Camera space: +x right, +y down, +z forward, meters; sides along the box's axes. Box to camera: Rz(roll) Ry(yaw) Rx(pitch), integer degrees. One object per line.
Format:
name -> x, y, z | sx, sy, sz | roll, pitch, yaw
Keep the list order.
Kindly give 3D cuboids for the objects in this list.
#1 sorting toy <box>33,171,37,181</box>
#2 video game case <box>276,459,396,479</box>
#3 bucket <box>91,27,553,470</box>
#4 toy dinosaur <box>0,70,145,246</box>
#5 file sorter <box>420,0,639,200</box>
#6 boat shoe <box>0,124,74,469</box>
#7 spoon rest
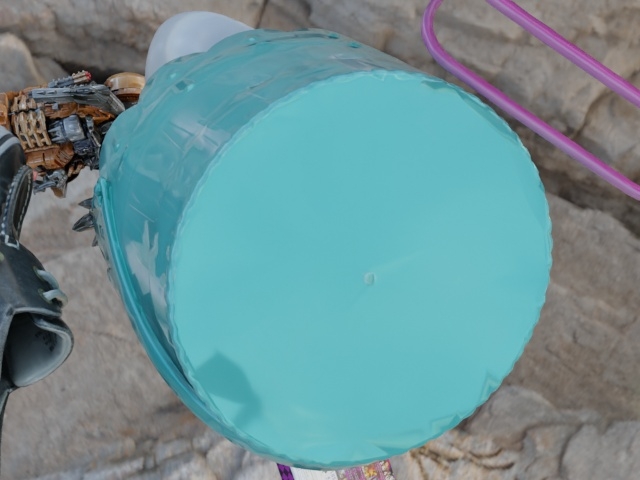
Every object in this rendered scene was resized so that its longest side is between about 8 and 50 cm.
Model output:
sorting toy -> -0.506, -0.117, 1.295 | 0.255, 0.257, 0.090 | 9, 76, -33
video game case -> 0.042, 0.423, 1.638 | 0.210, 0.041, 0.232 | -23, 97, -43
bucket -> 0.000, 0.000, 0.642 | 0.281, 0.281, 0.183 | -20, 22, -13
toy dinosaur -> -0.208, -0.100, 1.013 | 0.321, 0.218, 0.164 | 16, 70, -7
file sorter -> 0.201, -0.179, 0.483 | 0.202, 0.291, 0.182 | 35, 59, 2
boat shoe -> -0.214, 0.061, 0.613 | 0.119, 0.121, 0.335 | 9, 49, -8
spoon rest -> -0.027, -0.091, 0.758 | 0.276, 0.137, 0.084 | 25, 41, 27
